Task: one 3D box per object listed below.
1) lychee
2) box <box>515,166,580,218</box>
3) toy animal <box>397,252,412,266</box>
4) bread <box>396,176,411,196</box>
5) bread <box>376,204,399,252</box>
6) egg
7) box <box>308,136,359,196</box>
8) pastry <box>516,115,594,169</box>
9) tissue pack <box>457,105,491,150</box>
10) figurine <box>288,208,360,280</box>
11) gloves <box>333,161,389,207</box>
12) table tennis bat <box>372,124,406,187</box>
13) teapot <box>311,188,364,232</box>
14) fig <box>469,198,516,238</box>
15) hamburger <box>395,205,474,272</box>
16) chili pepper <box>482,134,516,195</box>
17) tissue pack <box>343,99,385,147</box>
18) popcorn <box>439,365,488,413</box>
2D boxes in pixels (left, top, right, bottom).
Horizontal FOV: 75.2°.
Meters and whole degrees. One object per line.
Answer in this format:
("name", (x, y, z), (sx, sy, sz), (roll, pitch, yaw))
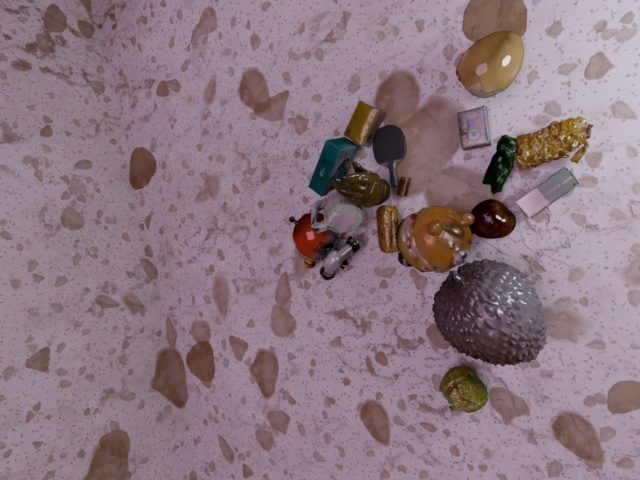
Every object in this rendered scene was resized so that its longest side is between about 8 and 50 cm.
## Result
("lychee", (0.607, 0.264, 1.499), (0.432, 0.380, 0.380), (46, 120, -9))
("box", (0.801, -0.167, 1.465), (0.199, 0.135, 0.081), (-44, 73, 27))
("toy animal", (0.396, 0.079, 1.775), (0.137, 0.098, 0.098), (32, 113, 1))
("bread", (0.357, -0.231, 1.786), (0.047, 0.036, 0.083), (17, 102, 30))
("bread", (0.293, -0.050, 1.803), (0.083, 0.114, 0.211), (-6, 94, -9))
("egg", (0.610, -0.629, 1.483), (0.201, 0.201, 0.244), (47, 109, 18))
("box", (0.057, -0.329, 1.863), (0.092, 0.153, 0.245), (40, 128, 22))
("pastry", (0.815, -0.334, 1.450), (0.250, 0.102, 0.154), (-16, 77, 35))
("tissue pack", (0.593, -0.431, 1.601), (0.108, 0.060, 0.148), (-5, 94, 31))
("figurine", (-0.001, 0.001, 1.940), (0.323, 0.196, 0.320), (46, 112, 19))
("gloves", (0.186, -0.220, 1.720), (0.141, 0.331, 0.154), (45, 111, 27))
("table tennis bat", (0.305, -0.366, 1.811), (0.154, 0.021, 0.274), (-9, 90, 33))
("teapot", (0.072, -0.124, 1.834), (0.221, 0.163, 0.178), (-37, 45, 23))
("fig", (0.626, -0.076, 1.573), (0.202, 0.148, 0.149), (-15, 108, 24))
("hamburger", (0.457, -0.012, 1.586), (0.237, 0.276, 0.276), (-31, 78, 65))
("chili pepper", (0.667, -0.278, 1.547), (0.098, 0.061, 0.224), (48, 137, 46))
("tissue pack", (0.188, -0.509, 1.823), (0.120, 0.082, 0.169), (38, 114, 29))
("popcorn", (0.579, 0.620, 1.687), (0.198, 0.198, 0.212), (25, 142, 27))
